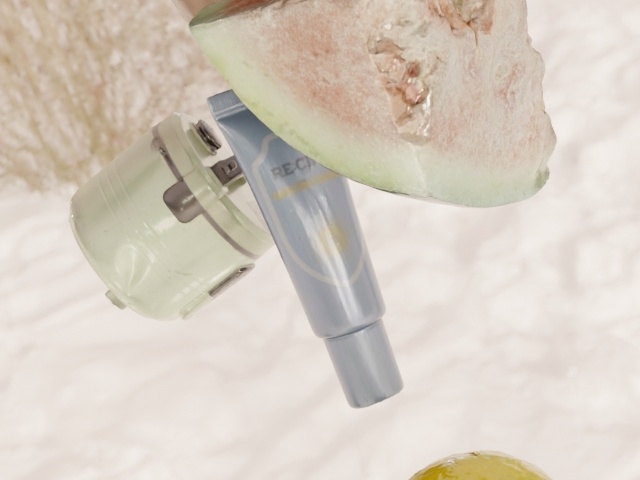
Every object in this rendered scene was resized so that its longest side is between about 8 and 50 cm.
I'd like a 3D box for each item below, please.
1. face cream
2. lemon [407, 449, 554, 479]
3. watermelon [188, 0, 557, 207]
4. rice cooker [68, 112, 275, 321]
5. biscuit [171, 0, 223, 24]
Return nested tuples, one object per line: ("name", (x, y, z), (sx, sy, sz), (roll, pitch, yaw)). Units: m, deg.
("face cream", (0.000, 0.000, 1.523), (0.135, 0.385, 0.086), (-22, 7, -15))
("lemon", (0.155, 0.339, 1.353), (0.235, 0.236, 0.263), (-11, 14, 21))
("watermelon", (0.056, -0.144, 1.083), (0.193, 0.310, 0.232), (-41, -11, -41))
("rice cooker", (-0.175, -0.031, 1.714), (0.244, 0.226, 0.226), (-40, 18, 9))
("biscuit", (-0.088, -0.304, 1.375), (0.166, 0.343, 0.395), (-36, 30, 8))
